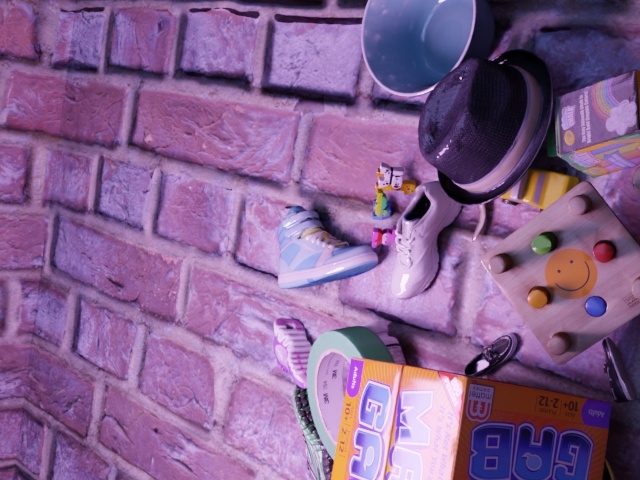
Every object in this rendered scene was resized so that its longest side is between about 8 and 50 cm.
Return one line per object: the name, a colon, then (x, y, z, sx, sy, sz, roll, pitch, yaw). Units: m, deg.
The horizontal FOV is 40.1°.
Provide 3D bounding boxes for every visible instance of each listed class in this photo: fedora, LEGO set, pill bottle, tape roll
fedora: (0.303, -0.242, 1.743, 0.334, 0.152, 0.334, -31, 51, 47)
LEGO set: (0.173, -0.096, 2.031, 0.087, 0.093, 0.227, -89, 2, -52)
pill bottle: (0.143, 0.288, 2.026, 0.108, 0.108, 0.193, -34, 65, 38)
tape roll: (0.076, 0.356, 1.972, 0.321, 0.077, 0.321, 25, 119, 57)

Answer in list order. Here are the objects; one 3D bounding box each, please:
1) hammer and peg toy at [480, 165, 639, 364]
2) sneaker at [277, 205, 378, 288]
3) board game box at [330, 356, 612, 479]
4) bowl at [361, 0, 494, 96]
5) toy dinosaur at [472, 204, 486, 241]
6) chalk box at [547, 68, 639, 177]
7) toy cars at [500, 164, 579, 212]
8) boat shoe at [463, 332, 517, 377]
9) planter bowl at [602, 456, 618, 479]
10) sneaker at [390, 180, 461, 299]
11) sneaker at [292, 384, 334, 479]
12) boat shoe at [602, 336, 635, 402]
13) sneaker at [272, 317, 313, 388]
hammer and peg toy: (0.507, 0.035, 1.593, 0.361, 0.127, 0.266, -39, 78, 22)
sneaker: (0.000, 0.000, 2.169, 0.319, 0.127, 0.208, -15, 79, 42)
board game box: (0.267, 0.433, 1.637, 0.356, 0.356, 0.356, -3, 75, 59)
bowl: (0.255, -0.458, 1.916, 0.311, 0.163, 0.311, -4, 85, 44)
toy dinosaur: (0.335, -0.141, 1.883, 0.118, 0.064, 0.268, 136, 126, -68)
chalk box: (0.527, -0.208, 1.644, 0.213, 0.132, 0.132, -16, 63, 44)
toy cars: (0.462, -0.026, 1.746, 0.176, 0.087, 0.394, -43, 60, 34)
boat shoe: (0.361, 0.248, 1.863, 0.142, 0.040, 0.049, -50, 56, 31)
planter bowl: (0.503, 0.485, 1.663, 0.217, 0.090, 0.217, -33, 50, 51)
sneaker: (0.210, -0.006, 1.962, 0.111, 0.129, 0.297, 29, 109, 39)
sneaker: (0.001, 0.501, 2.140, 0.146, 0.134, 0.343, -57, 43, 47)
boat shoe: (0.559, 0.248, 1.670, 0.038, 0.046, 0.125, -27, 78, 35)
sneaker: (-0.064, 0.304, 2.228, 0.236, 0.095, 0.104, 59, 137, 51)
